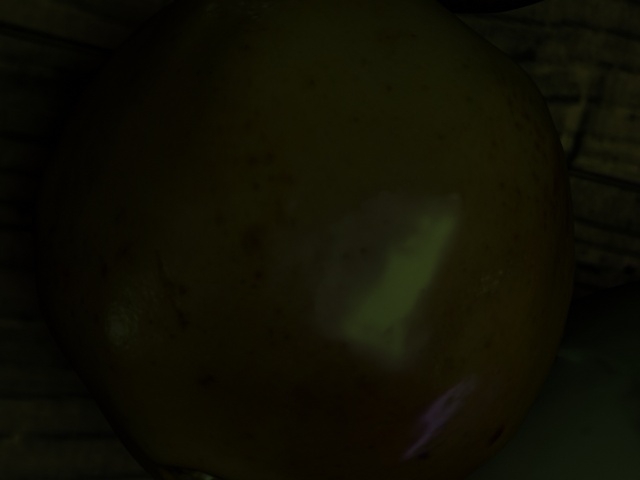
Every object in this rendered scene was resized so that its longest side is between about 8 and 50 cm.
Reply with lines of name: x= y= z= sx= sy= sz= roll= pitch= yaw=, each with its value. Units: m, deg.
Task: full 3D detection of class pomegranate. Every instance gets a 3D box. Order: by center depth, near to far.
pomegranate: x=-0.004 y=0.005 z=0.619 sx=0.233 sy=0.233 sz=0.233 roll=-8 pitch=104 yaw=-33

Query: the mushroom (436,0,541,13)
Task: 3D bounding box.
mushroom: x=0.063 y=-0.207 z=0.682 sx=0.231 sy=0.138 sz=0.194 roll=-17 pitch=123 yaw=-19

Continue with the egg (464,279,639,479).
egg: x=0.173 y=0.156 z=0.736 sx=0.336 sy=0.278 sz=0.278 roll=-5 pitch=102 yaw=-34
